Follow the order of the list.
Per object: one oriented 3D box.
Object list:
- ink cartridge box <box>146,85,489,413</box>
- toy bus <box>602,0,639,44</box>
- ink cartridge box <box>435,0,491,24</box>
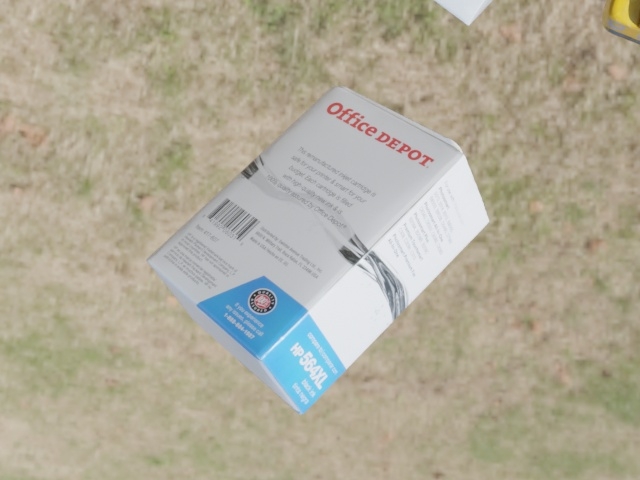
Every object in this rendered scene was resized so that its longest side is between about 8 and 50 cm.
[{"bbox_3d":[0.000,0.000,0.773,0.148,0.203,0.086,35,163,42],"label":"ink cartridge box"},{"bbox_3d":[0.318,-0.297,0.758,0.108,0.333,0.130,22,-178,2],"label":"toy bus"},{"bbox_3d":[0.103,-0.295,0.862,0.176,0.128,0.127,38,137,3],"label":"ink cartridge box"}]
